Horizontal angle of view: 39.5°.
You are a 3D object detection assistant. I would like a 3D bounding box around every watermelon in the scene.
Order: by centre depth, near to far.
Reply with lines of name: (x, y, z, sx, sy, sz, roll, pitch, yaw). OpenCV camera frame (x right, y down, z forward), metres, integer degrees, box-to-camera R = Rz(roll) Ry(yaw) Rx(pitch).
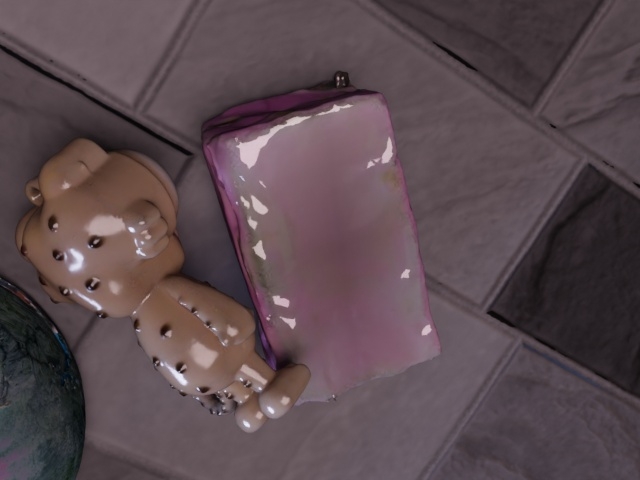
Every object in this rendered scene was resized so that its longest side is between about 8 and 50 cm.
watermelon: (-0.310, 0.136, 0.715, 0.188, 0.175, 0.322, -44, 114, 3)

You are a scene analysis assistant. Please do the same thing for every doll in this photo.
doll: (-0.132, 0.046, 0.731, 0.278, 0.154, 0.119, 50, 48, -13)

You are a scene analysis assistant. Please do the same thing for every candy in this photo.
candy: (0.000, 0.000, 0.787, 0.155, 0.116, 0.265, -19, 114, -11)
